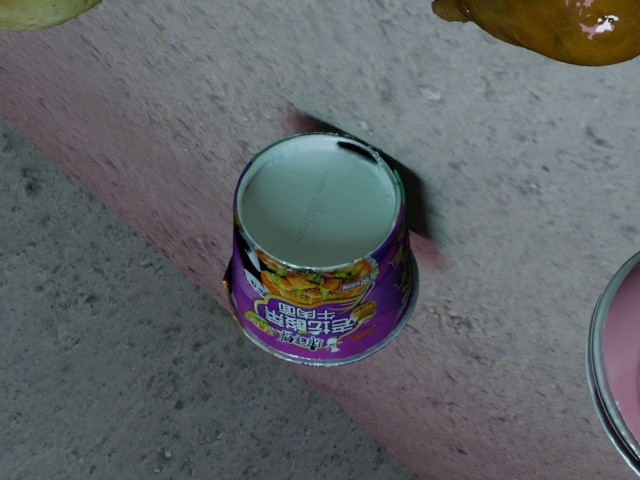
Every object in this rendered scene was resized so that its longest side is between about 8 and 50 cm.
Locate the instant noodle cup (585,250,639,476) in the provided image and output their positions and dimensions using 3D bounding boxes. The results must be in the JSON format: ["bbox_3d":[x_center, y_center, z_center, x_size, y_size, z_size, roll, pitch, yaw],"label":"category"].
[{"bbox_3d":[0.332,0.052,0.633,0.244,0.244,0.255,35,156,7],"label":"instant noodle cup"}]

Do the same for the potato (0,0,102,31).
[{"bbox_3d":[-0.322,-0.311,0.981,0.285,0.243,0.242,-10,136,37],"label":"potato"}]

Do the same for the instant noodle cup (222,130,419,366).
[{"bbox_3d":[0.000,0.000,1.158,0.251,0.251,0.190,31,154,19],"label":"instant noodle cup"}]

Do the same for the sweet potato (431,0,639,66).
[{"bbox_3d":[0.166,-0.157,0.567,0.112,0.112,0.359,44,166,-24],"label":"sweet potato"}]
